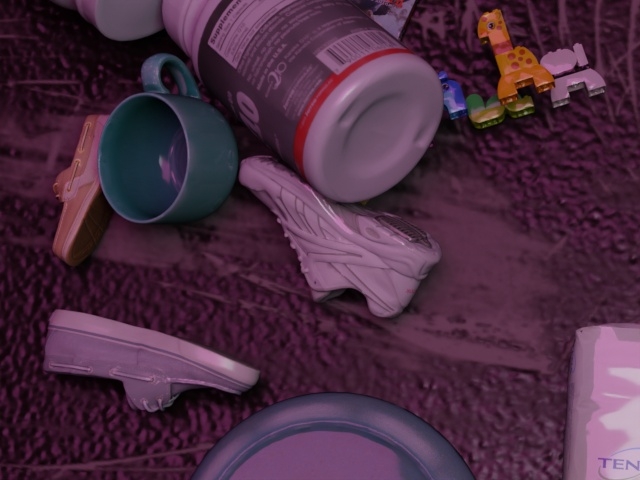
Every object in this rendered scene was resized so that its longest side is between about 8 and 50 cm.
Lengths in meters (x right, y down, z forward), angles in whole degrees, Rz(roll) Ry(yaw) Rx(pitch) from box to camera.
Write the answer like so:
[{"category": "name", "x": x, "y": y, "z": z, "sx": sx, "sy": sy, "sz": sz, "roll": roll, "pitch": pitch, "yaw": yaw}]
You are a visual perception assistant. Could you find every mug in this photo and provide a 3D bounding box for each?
[{"category": "mug", "x": -0.140, "y": -0.093, "z": 1.819, "sx": 0.129, "sy": 0.097, "sz": 0.158, "roll": 40, "pitch": 114, "yaw": 32}]

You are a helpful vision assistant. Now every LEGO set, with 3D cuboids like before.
[{"category": "LEGO set", "x": 0.162, "y": -0.170, "z": 1.815, "sx": 0.227, "sy": 0.087, "sz": 0.093, "roll": -17, "pitch": 72, "yaw": 3}]

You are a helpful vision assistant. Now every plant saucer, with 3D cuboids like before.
[{"category": "plant saucer", "x": 0.006, "y": 0.297, "z": 1.731, "sx": 0.317, "sy": 0.044, "sz": 0.318, "roll": -3, "pitch": 73, "yaw": 9}]

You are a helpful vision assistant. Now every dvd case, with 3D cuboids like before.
[{"category": "dvd case", "x": 0.060, "y": -0.260, "z": 1.896, "sx": 0.087, "sy": 0.013, "sz": 0.119, "roll": 22, "pitch": 80, "yaw": 15}]

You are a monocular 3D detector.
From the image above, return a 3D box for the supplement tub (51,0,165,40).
[{"category": "supplement tub", "x": -0.250, "y": -0.386, "z": 1.869, "sx": 0.235, "sy": 0.235, "sz": 0.325, "roll": -41, "pitch": 72, "yaw": -4}]

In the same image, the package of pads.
[{"category": "package of pads", "x": 0.371, "y": 0.194, "z": 1.666, "sx": 0.296, "sy": 0.101, "sz": 0.229, "roll": 3, "pitch": 75, "yaw": 10}]

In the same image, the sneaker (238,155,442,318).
[{"category": "sneaker", "x": 0.000, "y": 0.000, "z": 1.792, "sx": 0.232, "sy": 0.090, "sz": 0.115, "roll": 33, "pitch": 107, "yaw": 24}]

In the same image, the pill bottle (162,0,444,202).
[{"category": "pill bottle", "x": -0.025, "y": -0.176, "z": 1.782, "sx": 0.161, "sy": 0.161, "sz": 0.283, "roll": -43, "pitch": 53, "yaw": -4}]

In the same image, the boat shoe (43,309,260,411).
[{"category": "boat shoe", "x": -0.170, "y": 0.129, "z": 1.797, "sx": 0.227, "sy": 0.079, "sz": 0.081, "roll": 13, "pitch": 86, "yaw": 18}]

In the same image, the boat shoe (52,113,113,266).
[{"category": "boat shoe", "x": -0.244, "y": -0.054, "z": 1.867, "sx": 0.059, "sy": 0.063, "sz": 0.170, "roll": 14, "pitch": 68, "yaw": 16}]

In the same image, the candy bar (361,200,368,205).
[{"category": "candy bar", "x": -0.005, "y": -0.091, "z": 1.857, "sx": 0.161, "sy": 0.018, "sz": 0.040, "roll": 42, "pitch": 84, "yaw": 17}]
